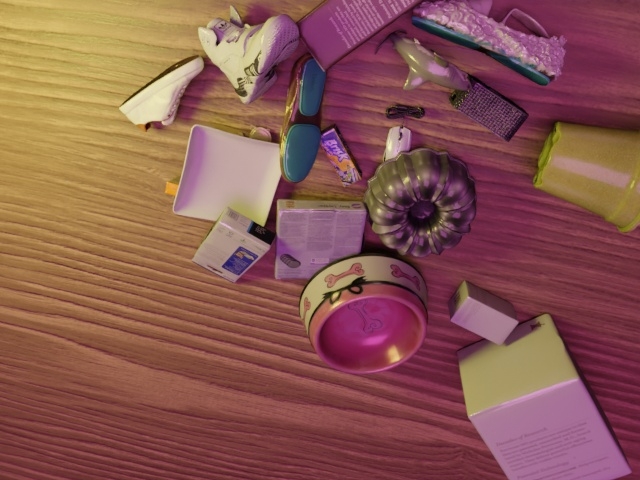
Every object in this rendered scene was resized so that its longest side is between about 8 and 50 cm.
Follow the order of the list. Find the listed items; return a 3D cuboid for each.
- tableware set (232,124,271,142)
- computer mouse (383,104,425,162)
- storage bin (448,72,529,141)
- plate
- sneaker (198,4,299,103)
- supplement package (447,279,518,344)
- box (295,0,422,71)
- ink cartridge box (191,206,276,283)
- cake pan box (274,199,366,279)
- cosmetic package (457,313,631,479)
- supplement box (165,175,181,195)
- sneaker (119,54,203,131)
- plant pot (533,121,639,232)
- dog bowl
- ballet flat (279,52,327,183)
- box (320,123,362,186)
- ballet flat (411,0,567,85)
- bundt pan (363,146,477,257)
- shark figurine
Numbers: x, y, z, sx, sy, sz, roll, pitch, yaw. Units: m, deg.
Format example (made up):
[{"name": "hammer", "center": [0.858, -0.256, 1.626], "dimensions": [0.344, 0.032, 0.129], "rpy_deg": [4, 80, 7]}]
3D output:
[{"name": "tableware set", "center": [-0.203, -0.253, 1.620], "dimensions": [0.141, 0.020, 0.168], "rpy_deg": [-5, 115, 9]}, {"name": "computer mouse", "center": [0.222, -0.278, 1.543], "dimensions": [0.106, 0.042, 0.193], "rpy_deg": [8, 116, 2]}, {"name": "storage bin", "center": [0.435, -0.348, 1.440], "dimensions": [0.180, 0.122, 0.084], "rpy_deg": [31, 115, -8]}, {"name": "plate", "center": [-0.259, -0.180, 1.588], "dimensions": [0.277, 0.045, 0.278], "rpy_deg": [10, 118, -22]}, {"name": "sneaker", "center": [-0.188, -0.488, 1.361], "dimensions": [0.137, 0.366, 0.210], "rpy_deg": [-44, 96, -19]}, {"name": "supplement package", "center": [0.499, 0.223, 1.712], "dimensions": [0.179, 0.105, 0.105], "rpy_deg": [26, 115, -5]}, {"name": "box", "center": [0.133, -0.580, 1.330], "dimensions": [0.381, 0.191, 0.143], "rpy_deg": [-29, 108, 19]}, {"name": "ink cartridge box", "center": [-0.270, 0.023, 1.673], "dimensions": [0.165, 0.065, 0.333], "rpy_deg": [29, 148, -15]}, {"name": "cake pan box", "center": [0.000, 0.000, 1.625], "dimensions": [0.267, 0.070, 0.245], "rpy_deg": [0, 126, -6]}, {"name": "cosmetic package", "center": [0.668, 0.512, 1.704], "dimensions": [0.327, 0.329, 0.393], "rpy_deg": [-28, 108, 19]}, {"name": "supplement box", "center": [-0.414, -0.158, 1.645], "dimensions": [0.062, 0.098, 0.036], "rpy_deg": [17, 108, 0]}, {"name": "sneaker", "center": [-0.414, -0.402, 1.540], "dimensions": [0.290, 0.106, 0.123], "rpy_deg": [-25, 119, 25]}, {"name": "plant pot", "center": [0.703, -0.187, 1.427], "dimensions": [0.254, 0.276, 0.276], "rpy_deg": [18, 116, 10]}, {"name": "dog bowl", "center": [0.141, 0.242, 1.682], "dimensions": [0.408, 0.150, 0.408], "rpy_deg": [-3, 127, -4]}, {"name": "ballet flat", "center": [-0.060, -0.332, 1.507], "dimensions": [0.116, 0.124, 0.342], "rpy_deg": [-2, 110, -26]}, {"name": "box", "center": [0.055, -0.241, 1.575], "dimensions": [0.059, 0.054, 0.169], "rpy_deg": [-25, 110, 18]}, {"name": "ballet flat", "center": [0.422, -0.519, 1.368], "dimensions": [0.409, 0.147, 0.147], "rpy_deg": [21, 116, -10]}, {"name": "bundt pan", "center": [0.287, -0.085, 1.559], "dimensions": [0.331, 0.124, 0.330], "rpy_deg": [1, 123, 1]}, {"name": "shark figurine", "center": [0.224, -0.430, 1.354], "dimensions": [0.278, 0.166, 0.116], "rpy_deg": [41, 112, 22]}]
